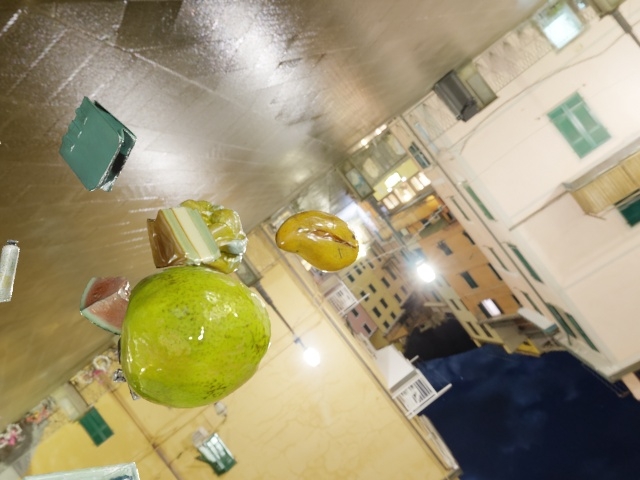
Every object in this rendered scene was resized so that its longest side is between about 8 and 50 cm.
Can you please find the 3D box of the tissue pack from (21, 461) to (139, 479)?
[{"bbox_3d":[-0.703,0.811,1.168,0.287,0.162,0.388,14,112,-38],"label":"tissue pack"}]

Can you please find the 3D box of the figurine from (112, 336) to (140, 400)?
[{"bbox_3d":[-0.728,0.464,1.697,0.308,0.308,0.143,-37,141,-10],"label":"figurine"}]

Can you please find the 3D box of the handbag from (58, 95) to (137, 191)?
[{"bbox_3d":[-0.828,-0.351,1.580,0.268,0.274,0.100,-55,161,18],"label":"handbag"}]

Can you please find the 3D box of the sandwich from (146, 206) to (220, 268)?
[{"bbox_3d":[-0.461,-0.017,1.427,0.227,0.198,0.155,-6,-177,42],"label":"sandwich"}]

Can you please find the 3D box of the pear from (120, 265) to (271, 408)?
[{"bbox_3d":[-0.315,0.242,1.097,0.391,0.391,0.391,-37,180,0],"label":"pear"}]

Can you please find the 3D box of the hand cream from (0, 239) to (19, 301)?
[{"bbox_3d":[-0.977,0.096,1.321,0.042,0.194,0.067,6,177,-3],"label":"hand cream"}]

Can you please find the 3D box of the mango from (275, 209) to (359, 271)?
[{"bbox_3d":[0.005,0.000,1.277,0.295,0.177,0.120,20,169,-41],"label":"mango"}]

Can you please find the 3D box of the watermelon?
[{"bbox_3d":[-0.653,0.235,1.428,0.226,0.318,0.148,-51,-165,44],"label":"watermelon"}]

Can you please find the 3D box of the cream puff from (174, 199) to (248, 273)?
[{"bbox_3d":[-0.486,0.010,1.738,0.378,0.378,0.275,-37,-167,48],"label":"cream puff"}]
